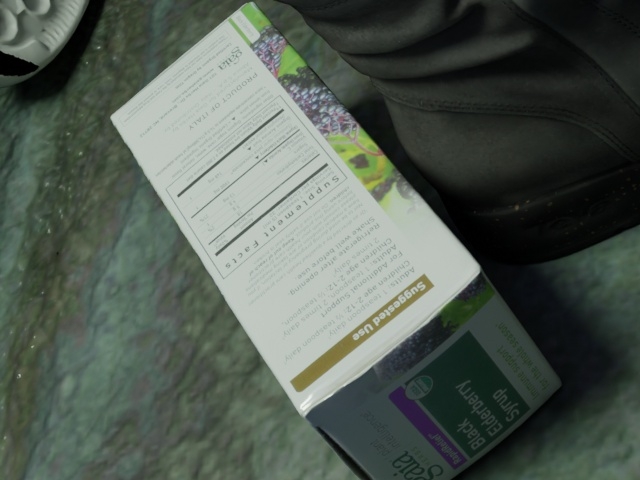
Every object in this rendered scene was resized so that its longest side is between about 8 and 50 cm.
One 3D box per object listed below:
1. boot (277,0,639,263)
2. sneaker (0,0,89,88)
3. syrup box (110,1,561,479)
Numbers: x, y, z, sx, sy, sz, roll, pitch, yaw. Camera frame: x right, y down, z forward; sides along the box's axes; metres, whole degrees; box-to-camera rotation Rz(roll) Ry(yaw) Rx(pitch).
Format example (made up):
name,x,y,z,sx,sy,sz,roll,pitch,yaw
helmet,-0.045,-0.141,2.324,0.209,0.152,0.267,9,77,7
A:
name,x,y,z,sx,sy,sz,roll,pitch,yaw
boot,0.153,-0.127,0.591,0.338,0.222,0.118,-29,45,12
sneaker,-0.268,-0.208,1.036,0.236,0.130,0.322,-26,56,40
syrup box,0.000,0.000,0.689,0.096,0.093,0.237,-39,44,1
